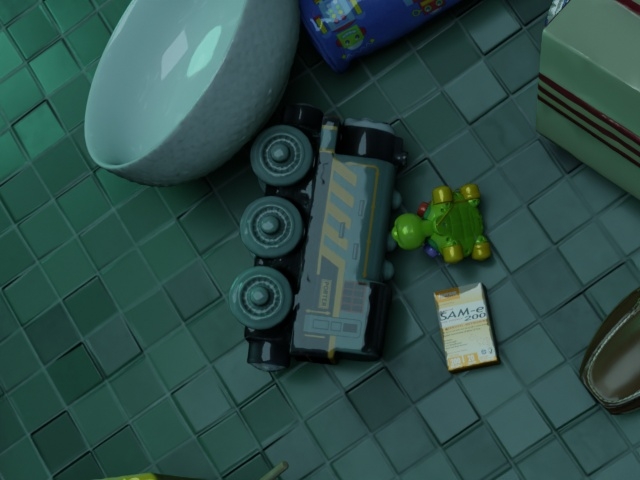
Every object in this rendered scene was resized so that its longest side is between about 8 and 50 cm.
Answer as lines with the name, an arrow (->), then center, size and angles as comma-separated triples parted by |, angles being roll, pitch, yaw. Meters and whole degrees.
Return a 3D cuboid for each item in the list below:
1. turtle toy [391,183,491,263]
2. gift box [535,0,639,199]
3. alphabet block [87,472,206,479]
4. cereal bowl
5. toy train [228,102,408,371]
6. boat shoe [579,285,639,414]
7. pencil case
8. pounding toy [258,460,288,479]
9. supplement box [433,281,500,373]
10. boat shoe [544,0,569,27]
turtle toy -> 0.144, -0.016, 1.855 | 0.066, 0.130, 0.095 | -15, 83, 48
gift box -> 0.417, -0.179, 1.743 | 0.258, 0.276, 0.255 | 36, 77, 22
alphabet block -> -0.239, 0.381, 1.831 | 0.192, 0.197, 0.193 | -10, 77, 14
cereal bowl -> -0.138, -0.211, 1.906 | 0.339, 0.141, 0.339 | -35, 40, 36
toy train -> 0.000, 0.000, 1.882 | 0.190, 0.142, 0.333 | 7, 79, 4
boat shoe -> 0.424, 0.063, 1.745 | 0.324, 0.120, 0.122 | -42, 72, 0
pencil case -> 0.116, -0.329, 1.916 | 0.306, 0.119, 0.133 | -30, 30, 8
pounding toy -> -0.079, 0.320, 1.829 | 0.130, 0.141, 0.100 | -8, 77, 14
supplement box -> 0.175, 0.105, 1.857 | 0.062, 0.036, 0.098 | -14, 76, 12
boat shoe -> 0.338, -0.329, 1.889 | 0.066, 0.066, 0.183 | 23, 96, 13
